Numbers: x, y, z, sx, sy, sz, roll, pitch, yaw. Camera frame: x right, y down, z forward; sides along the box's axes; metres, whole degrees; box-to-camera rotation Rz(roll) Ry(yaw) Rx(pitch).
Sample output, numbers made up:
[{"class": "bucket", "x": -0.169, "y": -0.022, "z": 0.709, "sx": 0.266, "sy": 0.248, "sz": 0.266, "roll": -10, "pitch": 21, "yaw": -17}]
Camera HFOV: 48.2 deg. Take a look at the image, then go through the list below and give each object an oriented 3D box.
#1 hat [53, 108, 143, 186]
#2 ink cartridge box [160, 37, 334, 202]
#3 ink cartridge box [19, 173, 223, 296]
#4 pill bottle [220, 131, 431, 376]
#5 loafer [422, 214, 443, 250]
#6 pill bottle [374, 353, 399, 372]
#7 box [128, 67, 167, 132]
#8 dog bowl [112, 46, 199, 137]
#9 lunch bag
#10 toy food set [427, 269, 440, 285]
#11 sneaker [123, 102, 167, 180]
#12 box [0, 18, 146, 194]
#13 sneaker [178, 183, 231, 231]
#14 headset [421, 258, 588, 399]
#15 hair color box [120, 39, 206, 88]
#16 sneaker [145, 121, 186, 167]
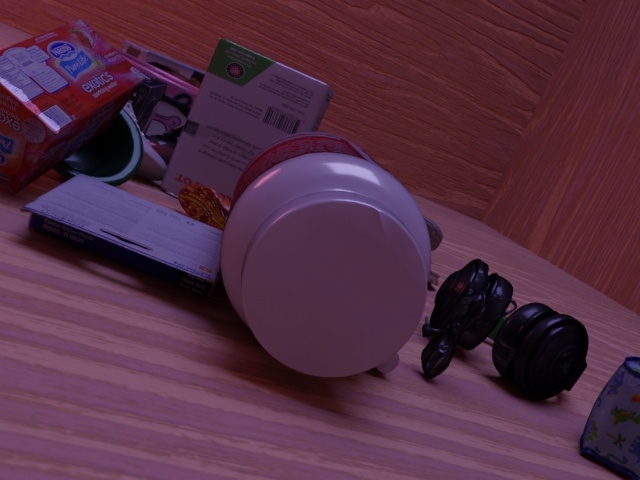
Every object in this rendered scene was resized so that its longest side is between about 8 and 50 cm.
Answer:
[{"class": "hat", "x": -0.400, "y": -0.129, "z": 1.155, "sx": 0.173, "sy": 0.183, "sz": 0.209, "roll": 28, "pitch": 48, "yaw": -24}, {"class": "ink cartridge box", "x": -0.131, "y": -0.184, "z": 1.297, "sx": 0.211, "sy": 0.289, "sz": 0.121, "roll": 25, "pitch": 8, "yaw": 3}, {"class": "ink cartridge box", "x": -0.224, "y": -0.004, "z": 0.861, "sx": 0.223, "sy": 0.045, "sz": 0.224, "roll": 23, "pitch": 12, "yaw": -7}, {"class": "pill bottle", "x": 0.000, "y": 0.000, "z": 0.848, "sx": 0.229, "sy": 0.229, "sz": 0.408, "roll": 23, "pitch": 11, "yaw": -9}, {"class": "loafer", "x": 0.158, "y": -0.060, "z": 1.808, "sx": 0.319, "sy": 0.112, "sz": 0.111, "roll": 22, "pitch": 19, "yaw": -12}, {"class": "pill bottle", "x": 0.065, "y": 0.127, "z": 0.869, "sx": 0.043, "sy": 0.043, "sz": 0.083, "roll": 19, "pitch": 12, "yaw": -25}, {"class": "box", "x": -0.406, "y": -0.263, "z": 1.404, "sx": 0.142, "sy": 0.163, "sz": 0.247, "roll": 25, "pitch": 10, "yaw": -9}, {"class": "dog bowl", "x": -0.405, "y": -0.340, "z": 1.760, "sx": 0.408, "sy": 0.150, "sz": 0.408, "roll": 27, "pitch": 8, "yaw": -4}, {"class": "lunch bag", "x": 0.404, "y": 0.222, "z": 0.929, "sx": 0.096, "sy": 0.129, "sz": 0.151, "roll": 29, "pitch": 10, "yaw": 15}, {"class": "toy food set", "x": 0.187, "y": 0.063, "z": 1.502, "sx": 0.132, "sy": 0.039, "sz": 0.192, "roll": 34, "pitch": 7, "yaw": 13}, {"class": "sneaker", "x": -0.345, "y": -0.197, "z": 1.263, "sx": 0.080, "sy": 0.094, "sz": 0.212, "roll": -23, "pitch": -55, "yaw": 42}, {"class": "box", "x": -0.363, "y": -0.188, "z": 0.961, "sx": 0.128, "sy": 0.122, "sz": 0.257, "roll": 42, "pitch": 29, "yaw": -10}, {"class": "sneaker", "x": -0.156, "y": -0.035, "z": 1.173, "sx": 0.175, "sy": 0.064, "sz": 0.067, "roll": 30, "pitch": -9, "yaw": 3}, {"class": "headset", "x": 0.255, "y": 0.148, "z": 1.063, "sx": 0.243, "sy": 0.185, "sz": 0.394, "roll": 34, "pitch": -1, "yaw": 28}, {"class": "hair color box", "x": -0.435, "y": -0.432, "z": 2.101, "sx": 0.113, "sy": 0.185, "sz": 0.374, "roll": 32, "pitch": 13, "yaw": 32}, {"class": "sneaker", "x": -0.269, "y": -0.190, "z": 1.435, "sx": 0.097, "sy": 0.135, "sz": 0.276, "roll": 31, "pitch": 14, "yaw": 25}]
